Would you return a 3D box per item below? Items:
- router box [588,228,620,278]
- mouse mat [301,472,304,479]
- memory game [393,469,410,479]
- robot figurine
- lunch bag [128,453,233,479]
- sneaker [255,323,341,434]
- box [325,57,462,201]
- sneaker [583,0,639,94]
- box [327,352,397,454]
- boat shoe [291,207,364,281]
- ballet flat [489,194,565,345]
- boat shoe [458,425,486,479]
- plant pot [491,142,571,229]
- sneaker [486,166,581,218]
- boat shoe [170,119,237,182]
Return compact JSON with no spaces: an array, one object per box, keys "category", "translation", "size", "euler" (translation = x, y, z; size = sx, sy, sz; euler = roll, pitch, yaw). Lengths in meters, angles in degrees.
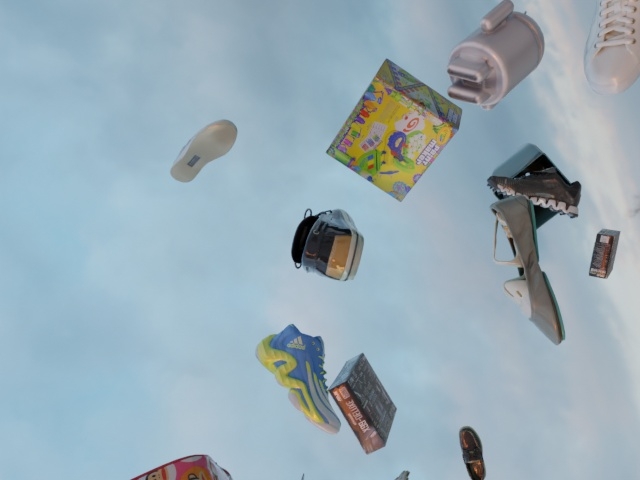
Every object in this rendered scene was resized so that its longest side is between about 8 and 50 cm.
[{"category":"router box","translation":[0.608,0.026,1.287],"size":[0.122,0.038,0.092],"euler":[-11,-70,-58]},{"category":"mouse mat","translation":[-0.060,0.658,1.404],"size":[0.152,0.007,0.189],"euler":[22,-102,-85]},{"category":"memory game","translation":[0.172,0.664,1.538],"size":[0.012,0.186,0.186],"euler":[36,-148,10]},{"category":"robot figurine","translation":[0.504,-0.524,1.722],"size":[0.353,0.200,0.300],"euler":[-41,-37,-28]},{"category":"lunch bag","translation":[-0.291,0.506,1.106],"size":[0.293,0.258,0.120],"euler":[77,170,-59]},{"category":"sneaker","translation":[-0.020,0.261,1.189],"size":[0.240,0.126,0.091],"euler":[45,175,20]},{"category":"box","translation":[0.219,-0.325,1.793],"size":[0.279,0.290,0.177],"euler":[33,-145,-5]},{"category":"sneaker","translation":[0.489,-0.387,0.995],"size":[0.123,0.106,0.290],"euler":[30,-108,-45]},{"category":"box","translation":[0.150,0.539,2.030],"size":[0.242,0.076,0.307],"euler":[59,-165,1]},{"category":"boat shoe","translation":[0.000,0.000,1.671],"size":[0.500,0.156,0.187],"euler":[-125,47,-80]},{"category":"ballet flat","translation":[0.275,0.042,0.824],"size":[0.072,0.068,0.213],"euler":[51,-150,-69]},{"category":"boat shoe","translation":[0.388,0.546,1.521],"size":[0.049,0.056,0.152],"euler":[-40,-69,-75]},{"category":"plant pot","translation":[0.584,-0.172,1.696],"size":[0.166,0.165,0.234],"euler":[43,-158,-14]},{"category":"sneaker","translation":[0.533,-0.137,1.487],"size":[0.078,0.234,0.106],"euler":[-9,-63,-81]},{"category":"boat shoe","translation":[-0.270,-0.222,1.390],"size":[0.079,0.227,0.081],"euler":[33,-137,-29]}]
